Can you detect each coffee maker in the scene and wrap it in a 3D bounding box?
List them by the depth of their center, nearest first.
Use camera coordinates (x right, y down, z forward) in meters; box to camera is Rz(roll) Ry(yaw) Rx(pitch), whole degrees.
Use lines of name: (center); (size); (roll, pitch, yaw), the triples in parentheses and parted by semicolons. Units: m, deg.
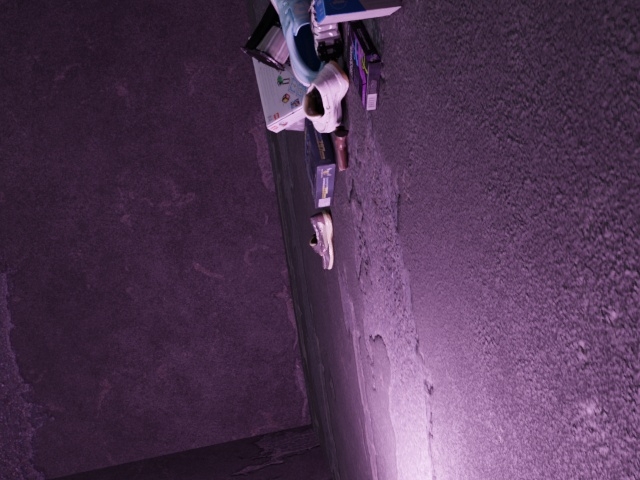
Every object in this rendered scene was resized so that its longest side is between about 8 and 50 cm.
coffee maker: (-0.122, -0.566, 1.863); (0.171, 0.178, 0.120); (32, -178, 26)

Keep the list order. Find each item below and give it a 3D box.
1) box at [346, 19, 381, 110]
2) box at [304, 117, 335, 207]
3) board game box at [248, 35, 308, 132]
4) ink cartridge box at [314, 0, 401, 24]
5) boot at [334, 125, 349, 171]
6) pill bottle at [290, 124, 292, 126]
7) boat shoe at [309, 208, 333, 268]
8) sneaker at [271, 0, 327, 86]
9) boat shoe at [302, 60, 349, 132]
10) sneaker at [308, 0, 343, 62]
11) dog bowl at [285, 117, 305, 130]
box: (0.085, -0.359, 1.415); (0.116, 0.029, 0.162); (90, 169, -49)
box: (-0.005, -0.232, 2.057); (0.233, 0.059, 0.184); (95, 163, -62)
board game box: (-0.089, -0.477, 1.934); (0.053, 0.192, 0.306); (19, -126, -55)
ink cartridge box: (0.048, -0.490, 1.154); (0.078, 0.134, 0.231); (-140, 40, -78)
boot: (0.055, -0.222, 1.745); (0.106, 0.037, 0.114); (-85, -7, -68)
pill bottle: (-0.063, -0.391, 1.981); (0.078, 0.137, 0.078); (39, -149, -29)
boat shoe: (0.000, 0.000, 2.236); (0.080, 0.073, 0.224); (-110, 13, -51)
sneaker: (-0.042, -0.568, 1.718); (0.150, 0.135, 0.366); (-139, 30, -76)
boat shoe: (-0.004, -0.338, 1.719); (0.098, 0.096, 0.277); (50, 164, 13)
sneaker: (0.008, -0.523, 1.576); (0.234, 0.078, 0.106); (89, 165, -56)
dog bowl: (-0.085, -0.501, 2.150); (0.349, 0.102, 0.349); (171, 90, -82)
